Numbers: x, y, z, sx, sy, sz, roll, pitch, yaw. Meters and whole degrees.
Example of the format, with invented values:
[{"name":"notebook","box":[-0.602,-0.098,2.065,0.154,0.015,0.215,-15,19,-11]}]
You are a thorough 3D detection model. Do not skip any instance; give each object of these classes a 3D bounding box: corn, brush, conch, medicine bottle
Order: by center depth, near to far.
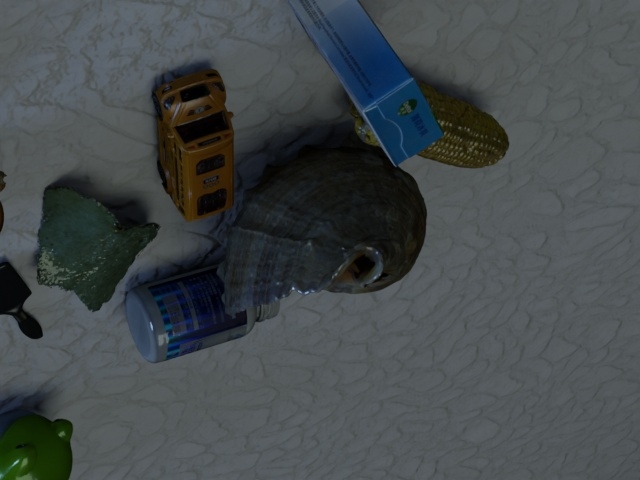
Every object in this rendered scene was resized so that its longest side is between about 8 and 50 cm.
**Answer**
[{"name":"conch","box":[-0.008,-0.016,2.150,0.297,0.210,0.352,-26,175,-3]},{"name":"brush","box":[-0.392,0.083,2.152,0.063,0.016,0.193,-28,148,-4]},{"name":"corn","box":[0.147,-0.150,2.201,0.291,0.101,0.101,12,129,-46]},{"name":"medicine bottle","box":[-0.157,0.090,2.275,0.191,0.107,0.107,-16,145,-23]}]

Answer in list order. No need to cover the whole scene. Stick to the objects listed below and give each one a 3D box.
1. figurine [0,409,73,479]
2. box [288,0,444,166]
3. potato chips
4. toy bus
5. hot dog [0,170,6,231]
[{"name":"figurine","box":[-0.443,0.333,2.353,0.263,0.143,0.162,-43,171,36]},{"name":"box","box":[0.053,-0.200,1.960,0.073,0.194,0.139,-34,149,3]},{"name":"potato chips","box":[-0.282,0.006,2.100,0.167,0.059,0.228,-30,150,17]},{"name":"toy bus","box":[-0.145,-0.112,2.016,0.083,0.088,0.194,-20,147,-16]},{"name":"hot dog","box":[-0.499,0.004,1.873,0.337,0.100,0.135,-25,157,-8]}]
